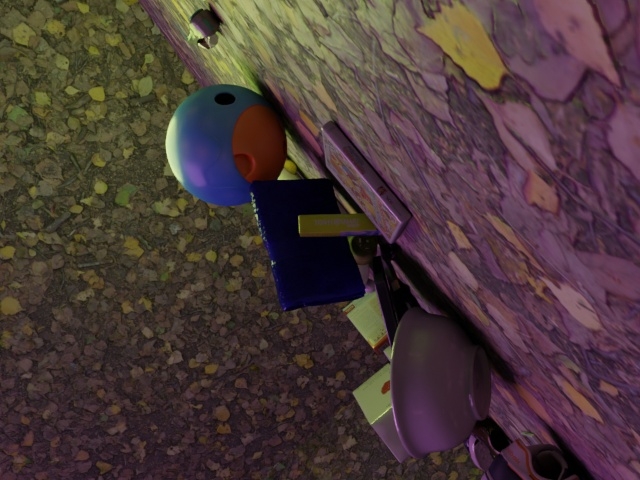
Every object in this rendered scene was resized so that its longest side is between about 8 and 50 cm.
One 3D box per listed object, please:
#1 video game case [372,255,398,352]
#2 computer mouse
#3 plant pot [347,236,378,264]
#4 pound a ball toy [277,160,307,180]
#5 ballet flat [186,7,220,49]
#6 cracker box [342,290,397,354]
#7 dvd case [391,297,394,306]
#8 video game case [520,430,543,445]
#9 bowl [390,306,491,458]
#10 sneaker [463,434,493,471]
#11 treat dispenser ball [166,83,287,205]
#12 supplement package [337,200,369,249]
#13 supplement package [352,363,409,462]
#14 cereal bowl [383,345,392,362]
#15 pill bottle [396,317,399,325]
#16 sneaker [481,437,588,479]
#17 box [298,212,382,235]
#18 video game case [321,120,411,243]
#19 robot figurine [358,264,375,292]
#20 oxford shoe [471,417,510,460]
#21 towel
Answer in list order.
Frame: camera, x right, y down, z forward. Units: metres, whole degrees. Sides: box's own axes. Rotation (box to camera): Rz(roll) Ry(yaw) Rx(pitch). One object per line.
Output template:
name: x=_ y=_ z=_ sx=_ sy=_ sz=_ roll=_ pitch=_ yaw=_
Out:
video game case: x=0.148 y=0.152 z=1.261 sx=0.274 sy=0.026 sz=0.196 roll=-69 pitch=-36 yaw=-81
computer mouse: x=0.183 y=0.123 z=1.241 sx=0.184 sy=0.060 sz=0.262 roll=55 pitch=-159 yaw=-75
plant pot: x=0.104 y=0.010 z=1.383 sx=0.083 sy=0.083 sz=0.079 roll=51 pitch=165 yaw=7
pound a ball toy: x=-0.122 y=-0.210 z=1.836 sx=0.319 sy=0.136 sz=0.208 roll=51 pitch=-158 yaw=18
ballet flat: x=-0.261 y=-0.462 z=1.305 sx=0.068 sy=0.072 sz=0.213 roll=48 pitch=177 yaw=-14
cracker box: x=0.213 y=0.307 z=2.246 sx=0.232 sy=0.155 sz=0.067 roll=49 pitch=176 yaw=42
dvd case: x=0.278 y=0.239 z=1.836 sx=0.165 sy=0.018 sz=0.221 roll=51 pitch=176 yaw=-10
video game case: x=0.518 y=0.492 z=1.368 sx=0.087 sy=0.011 sz=0.122 roll=50 pitch=176 yaw=16
bowl: x=0.254 y=0.278 z=1.142 sx=0.297 sy=0.134 sz=0.298 roll=19 pitch=-111 yaw=-59
sneaker: x=0.559 y=0.714 z=2.085 sx=0.323 sy=0.130 sz=0.236 roll=48 pitch=175 yaw=-34
treat dispenser ball: x=-0.223 y=-0.227 z=1.392 sx=0.288 sy=0.288 sz=0.288 roll=52 pitch=176 yaw=5
supplement package: x=0.000 y=0.000 z=1.569 sx=0.203 sy=0.194 sz=0.149 roll=52 pitch=176 yaw=7
supplement package: x=0.251 y=0.573 z=1.963 sx=0.175 sy=0.177 sz=0.293 roll=53 pitch=176 yaw=-9
cereal bowl: x=0.369 y=0.465 z=1.946 sx=0.339 sy=0.141 sz=0.339 roll=52 pitch=176 yaw=5
pill bottle: x=0.268 y=0.294 z=1.839 sx=0.116 sy=0.065 sz=0.065 roll=52 pitch=177 yaw=-38
sneaker: x=0.481 y=0.496 z=1.140 sx=0.321 sy=0.128 sz=0.126 roll=27 pitch=-170 yaw=-17
box: x=0.044 y=-0.031 z=1.212 sx=0.109 sy=0.178 sz=0.043 roll=102 pitch=167 yaw=-86
video game case: x=0.076 y=-0.094 z=1.032 sx=0.206 sy=0.026 sz=0.227 roll=51 pitch=176 yaw=8
robot figurine: x=0.039 y=0.083 z=1.853 sx=0.299 sy=0.200 sz=0.353 roll=24 pitch=-177 yaw=-12
oxford shoe: x=0.541 y=0.609 z=1.852 sx=0.227 sy=0.082 sz=0.096 roll=47 pitch=156 yaw=46
towel: x=-0.023 y=-0.003 z=1.310 sx=0.076 sy=0.227 sz=0.308 roll=-38 pitch=65 yaw=48
